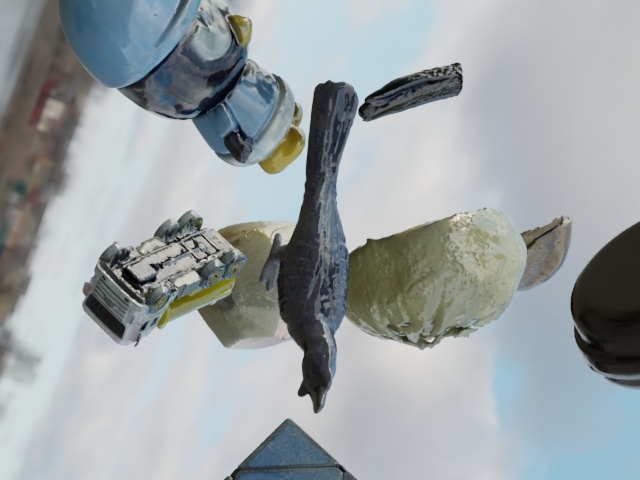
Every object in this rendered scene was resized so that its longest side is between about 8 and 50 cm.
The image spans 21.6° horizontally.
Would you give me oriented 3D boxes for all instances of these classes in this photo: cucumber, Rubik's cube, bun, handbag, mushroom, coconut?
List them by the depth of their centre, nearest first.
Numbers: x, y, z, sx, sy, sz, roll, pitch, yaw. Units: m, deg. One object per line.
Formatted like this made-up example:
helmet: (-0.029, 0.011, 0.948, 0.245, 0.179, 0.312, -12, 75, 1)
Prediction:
handbag: (0.383, 0.035, 1.619, 0.308, 0.093, 0.254, -23, -160, 24)
cucumber: (0.089, -0.148, 1.641, 0.034, 0.135, 0.033, 48, -41, 36)
Rubik's cube: (-0.028, 0.388, 2.146, 0.205, 0.205, 0.207, -43, 157, -13)
bun: (0.151, 0.060, 2.175, 0.259, 0.259, 0.152, 137, -60, -64)
mushroom: (0.321, 0.030, 2.649, 0.210, 0.094, 0.072, -20, -147, 41)
coconut: (-0.100, 0.073, 2.790, 0.230, 0.227, 0.227, -13, 131, -63)

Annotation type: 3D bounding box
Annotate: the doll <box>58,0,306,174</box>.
doll: (-0.135, -0.186, 1.597, 0.141, 0.314, 0.177, -36, -145, 22)

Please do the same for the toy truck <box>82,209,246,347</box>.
toy truck: (-0.185, 0.050, 2.025, 0.227, 0.098, 0.114, -26, 153, -52)

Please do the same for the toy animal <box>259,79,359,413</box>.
toy animal: (-0.011, 0.024, 1.883, 0.206, 0.081, 0.367, 141, -45, -69)
